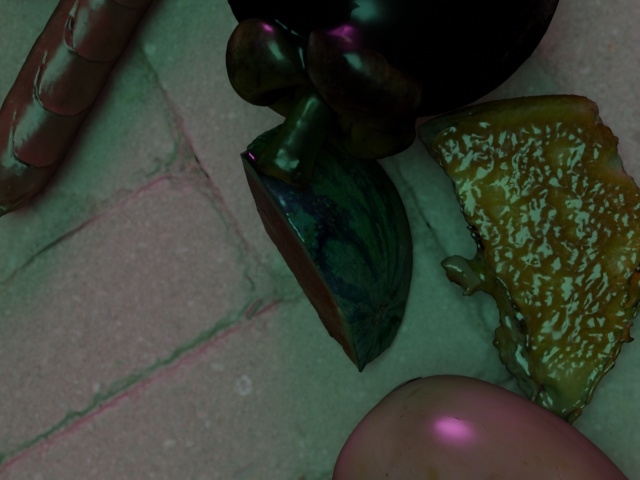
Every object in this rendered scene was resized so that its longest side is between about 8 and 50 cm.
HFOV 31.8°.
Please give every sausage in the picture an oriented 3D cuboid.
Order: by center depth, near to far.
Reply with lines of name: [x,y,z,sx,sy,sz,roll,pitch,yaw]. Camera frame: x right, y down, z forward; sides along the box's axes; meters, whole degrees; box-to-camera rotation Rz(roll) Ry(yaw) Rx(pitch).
sausage: [-0.224,-0.211,1.110,0.088,0.088,0.433,31,90,15]

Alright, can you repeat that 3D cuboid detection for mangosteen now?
mangosteen: [0.053,-0.221,0.922,0.297,0.296,0.313,3,40,13]

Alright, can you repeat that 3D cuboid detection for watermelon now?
watermelon: [0.010,-0.012,0.996,0.128,0.146,0.231,-34,75,7]

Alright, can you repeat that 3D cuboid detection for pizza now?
pizza: [0.203,0.012,0.990,0.189,0.071,0.296,-18,83,-2]

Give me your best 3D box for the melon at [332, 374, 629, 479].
melon: [0.151,0.250,0.895,0.317,0.223,0.223,44,94,15]
